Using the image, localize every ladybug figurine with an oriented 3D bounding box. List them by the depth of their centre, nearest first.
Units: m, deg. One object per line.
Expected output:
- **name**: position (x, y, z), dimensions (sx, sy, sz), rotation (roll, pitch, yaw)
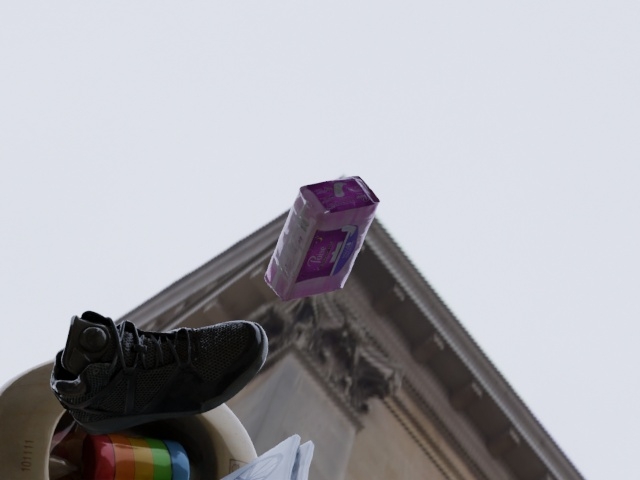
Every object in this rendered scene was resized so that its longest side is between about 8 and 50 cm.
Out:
- **ladybug figurine**: position (-0.274, 0.312, 1.507), dimensions (0.449, 0.305, 0.162), rotation (20, -30, -38)

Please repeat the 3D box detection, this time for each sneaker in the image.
- **sneaker**: position (-0.172, 0.120, 1.145), dimensions (0.227, 0.087, 0.130), rotation (-16, -39, 13)

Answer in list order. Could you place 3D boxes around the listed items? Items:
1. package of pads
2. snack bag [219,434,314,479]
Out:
- **package of pads**: position (0.000, 0.000, 0.716), dimensions (0.032, 0.050, 0.083), rotation (53, -41, 31)
- **snack bag**: position (-0.153, 0.340, 1.151), dimensions (0.323, 0.342, 0.037), rotation (-32, -83, 8)
